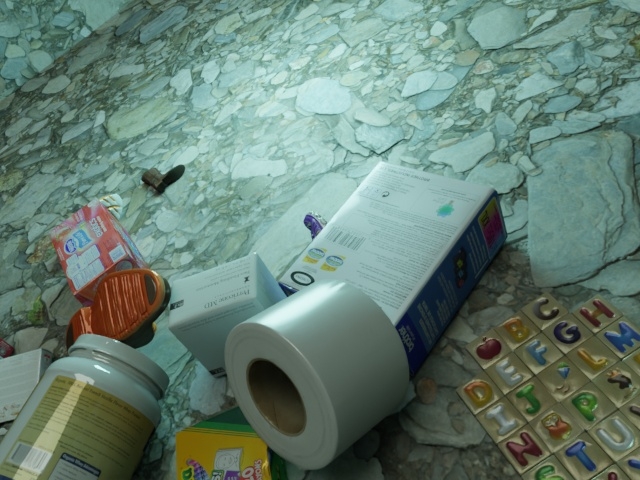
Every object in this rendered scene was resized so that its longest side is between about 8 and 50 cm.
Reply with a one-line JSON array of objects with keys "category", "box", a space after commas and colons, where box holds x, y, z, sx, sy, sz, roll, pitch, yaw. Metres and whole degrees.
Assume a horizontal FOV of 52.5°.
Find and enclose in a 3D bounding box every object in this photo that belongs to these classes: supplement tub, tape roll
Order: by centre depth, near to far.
[{"category": "tape roll", "box": [-0.009, 0.202, 1.004, 0.246, 0.246, 0.169, 19, 33, 40]}, {"category": "supplement tub", "box": [-0.424, 0.348, 1.145, 0.228, 0.228, 0.316, 1, 51, 30]}]

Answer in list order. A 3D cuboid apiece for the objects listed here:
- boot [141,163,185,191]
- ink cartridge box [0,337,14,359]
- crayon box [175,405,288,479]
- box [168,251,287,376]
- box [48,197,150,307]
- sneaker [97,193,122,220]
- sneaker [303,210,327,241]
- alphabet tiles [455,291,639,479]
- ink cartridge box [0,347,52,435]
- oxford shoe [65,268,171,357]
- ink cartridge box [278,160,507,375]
[{"category": "boot", "box": [-0.443, -0.189, 1.817, 0.106, 0.037, 0.114, -42, 39, -15]}, {"category": "ink cartridge box", "box": [-0.831, 0.298, 1.497, 0.127, 0.128, 0.176, -10, 47, 21]}, {"category": "crayon box", "box": [-0.136, 0.411, 1.031, 0.165, 0.081, 0.278, -24, 42, 6]}, {"category": "box", "box": [-0.162, 0.144, 1.227, 0.181, 0.182, 0.119, -20, 43, 11]}, {"category": "box", "box": [-0.520, 0.048, 1.550, 0.154, 0.142, 0.300, -38, 42, -9]}, {"category": "sneaker", "box": [-0.628, -0.051, 1.754, 0.215, 0.084, 0.083, -46, 39, -15]}, {"category": "sneaker", "box": [0.000, 0.000, 1.362, 0.071, 0.068, 0.170, -38, 43, 0]}, {"category": "alphabet tiles", "box": [0.380, 0.227, 0.969, 0.285, 0.011, 0.342, -33, 42, -2]}, {"category": "ink cartridge box", "box": [-0.674, 0.343, 1.446, 0.145, 0.045, 0.179, -16, 62, 15]}, {"category": "oxford shoe", "box": [-0.379, 0.147, 1.294, 0.364, 0.133, 0.130, -30, 66, 42]}, {"category": "ink cartridge box", "box": [0.116, 0.058, 1.175, 0.270, 0.151, 0.395, 21, 61, 42]}]
